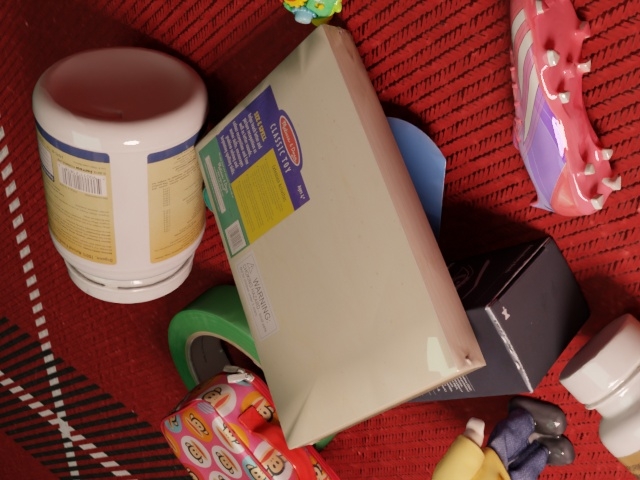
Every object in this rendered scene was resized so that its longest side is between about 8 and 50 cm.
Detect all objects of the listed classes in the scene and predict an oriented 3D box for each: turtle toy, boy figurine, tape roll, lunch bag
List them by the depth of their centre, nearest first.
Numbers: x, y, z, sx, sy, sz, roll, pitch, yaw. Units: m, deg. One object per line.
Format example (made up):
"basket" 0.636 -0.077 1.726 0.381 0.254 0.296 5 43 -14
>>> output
"turtle toy" -0.026 -0.293 0.919 0.130 0.066 0.095 44 140 10
"boy figurine" 0.191 0.296 0.980 0.092 0.285 0.177 1 115 43
"lunch bag" -0.098 0.338 1.287 0.293 0.120 0.258 52 143 -2
"tape roll" -0.109 0.225 1.366 0.321 0.077 0.321 27 138 27

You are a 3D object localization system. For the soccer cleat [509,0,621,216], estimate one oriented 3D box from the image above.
"soccer cleat" 0.212 -0.134 0.801 0.095 0.083 0.248 2 123 48

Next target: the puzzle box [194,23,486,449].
"puzzle box" 0.000 0.000 0.951 0.272 0.052 0.409 -35 67 41

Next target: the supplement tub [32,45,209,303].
"supplement tub" -0.275 -0.087 1.186 0.228 0.228 0.316 32 136 23

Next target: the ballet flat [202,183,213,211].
"ballet flat" -0.057 -0.074 1.106 0.241 0.077 0.091 4 116 40

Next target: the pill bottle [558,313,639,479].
"pill bottle" 0.362 0.191 0.854 0.229 0.131 0.131 46 140 8

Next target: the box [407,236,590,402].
"box" 0.170 0.094 0.951 0.207 0.153 0.108 -17 106 49

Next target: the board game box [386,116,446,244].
"board game box" 0.099 -0.070 0.994 0.133 0.033 0.169 26 129 36
